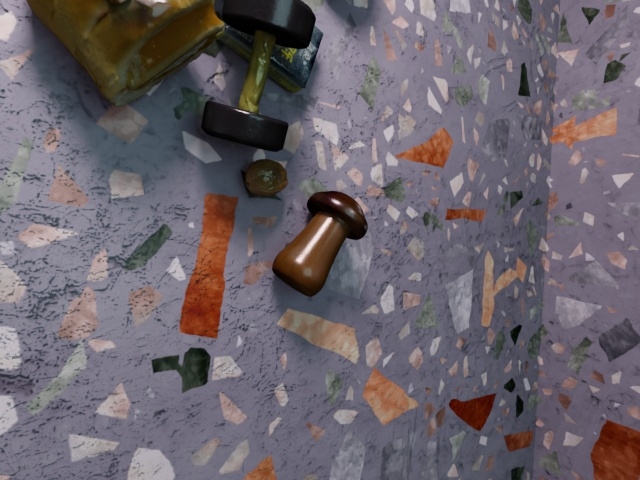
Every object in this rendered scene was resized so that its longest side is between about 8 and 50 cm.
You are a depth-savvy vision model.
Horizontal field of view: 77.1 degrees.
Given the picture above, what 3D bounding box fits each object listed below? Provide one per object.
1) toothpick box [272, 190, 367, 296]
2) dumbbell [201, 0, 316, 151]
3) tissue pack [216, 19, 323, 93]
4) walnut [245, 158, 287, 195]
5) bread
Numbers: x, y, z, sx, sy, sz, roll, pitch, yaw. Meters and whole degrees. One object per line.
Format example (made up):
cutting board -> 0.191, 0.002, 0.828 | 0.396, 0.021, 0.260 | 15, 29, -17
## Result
toothpick box -> 0.000, 0.000, 1.124 | 0.192, 0.192, 0.294 | 43, 73, -30
dumbbell -> -0.146, -0.386, 0.931 | 0.204, 0.204, 0.322 | 5, 108, -37
tissue pack -> -0.126, -0.546, 1.072 | 0.257, 0.081, 0.185 | 26, 77, -35
walnut -> -0.141, -0.164, 1.059 | 0.124, 0.105, 0.105 | -12, 98, -37
bread -> -0.387, -0.480, 0.759 | 0.300, 0.210, 0.341 | -37, 99, -11
